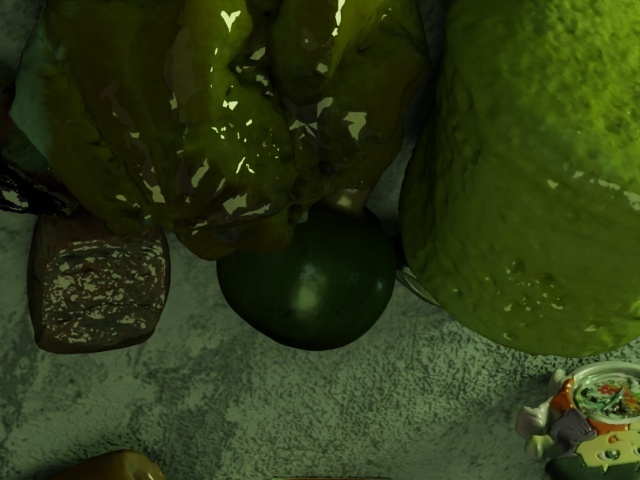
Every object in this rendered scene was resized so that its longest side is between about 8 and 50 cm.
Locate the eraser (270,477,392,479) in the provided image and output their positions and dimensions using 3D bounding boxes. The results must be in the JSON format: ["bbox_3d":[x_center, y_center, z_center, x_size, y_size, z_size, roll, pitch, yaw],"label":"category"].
[{"bbox_3d":[0.029,0.382,1.929,0.157,0.230,0.038,3,133,-15],"label":"eraser"}]

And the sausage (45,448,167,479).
[{"bbox_3d":[-0.341,0.358,1.908,0.354,0.116,0.134,-27,141,16],"label":"sausage"}]

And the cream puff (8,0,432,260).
[{"bbox_3d":[-0.076,-0.135,1.421,0.378,0.275,0.378,-7,129,-8],"label":"cream puff"}]

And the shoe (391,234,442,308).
[{"bbox_3d":[0.172,0.018,1.738,0.228,0.099,0.112,19,118,-31],"label":"shoe"}]

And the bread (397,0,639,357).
[{"bbox_3d":[0.238,-0.075,1.507,0.348,0.348,0.307,9,133,-20],"label":"bread"}]

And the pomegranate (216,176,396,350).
[{"bbox_3d":[-0.001,-0.001,1.630,0.187,0.187,0.225,16,111,-25],"label":"pomegranate"}]

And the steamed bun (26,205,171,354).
[{"bbox_3d":[-0.224,0.042,1.655,0.145,0.106,0.175,0,129,-12],"label":"steamed bun"}]

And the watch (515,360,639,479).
[{"bbox_3d":[0.328,0.289,1.906,0.196,0.244,0.231,-6,125,-8],"label":"watch"}]

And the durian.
[{"bbox_3d":[-0.304,-0.093,1.527,0.119,0.108,0.187,-5,161,18],"label":"durian"}]
